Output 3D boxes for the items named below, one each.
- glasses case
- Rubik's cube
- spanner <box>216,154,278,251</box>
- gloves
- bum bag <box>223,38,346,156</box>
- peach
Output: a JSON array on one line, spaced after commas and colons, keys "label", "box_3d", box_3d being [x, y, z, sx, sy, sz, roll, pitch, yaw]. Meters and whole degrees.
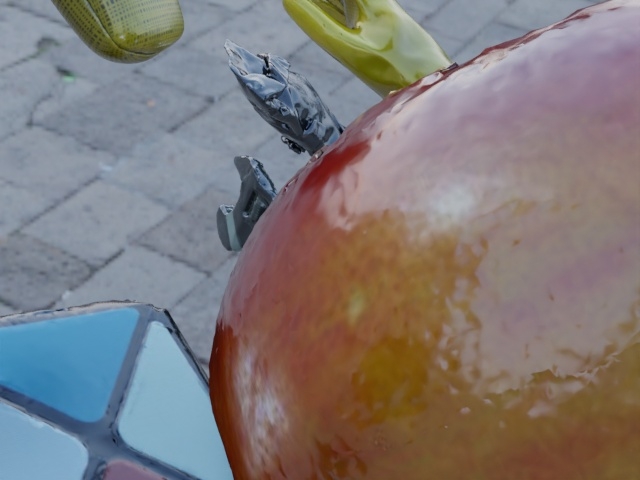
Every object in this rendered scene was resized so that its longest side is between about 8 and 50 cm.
[{"label": "glasses case", "box_3d": [-0.159, -0.207, 0.682, 0.234, 0.064, 0.079, 58, 24, 1]}, {"label": "Rubik's cube", "box_3d": [-0.203, 0.214, 0.825, 0.250, 0.246, 0.248, -7, 51, -47]}, {"label": "spanner", "box_3d": [0.000, 0.000, 0.925, 0.024, 0.087, 0.316, -1, 16, -34]}, {"label": "gloves", "box_3d": [0.047, -0.195, 1.137, 0.116, 0.133, 0.294, -39, 70, -11]}, {"label": "bum bag", "box_3d": [-0.029, -0.160, 1.482, 0.310, 0.074, 0.137, 38, 21, -55]}, {"label": "peach", "box_3d": [0.131, 0.067, 0.544, 0.306, 0.380, 0.242, 41, 32, -37]}]
